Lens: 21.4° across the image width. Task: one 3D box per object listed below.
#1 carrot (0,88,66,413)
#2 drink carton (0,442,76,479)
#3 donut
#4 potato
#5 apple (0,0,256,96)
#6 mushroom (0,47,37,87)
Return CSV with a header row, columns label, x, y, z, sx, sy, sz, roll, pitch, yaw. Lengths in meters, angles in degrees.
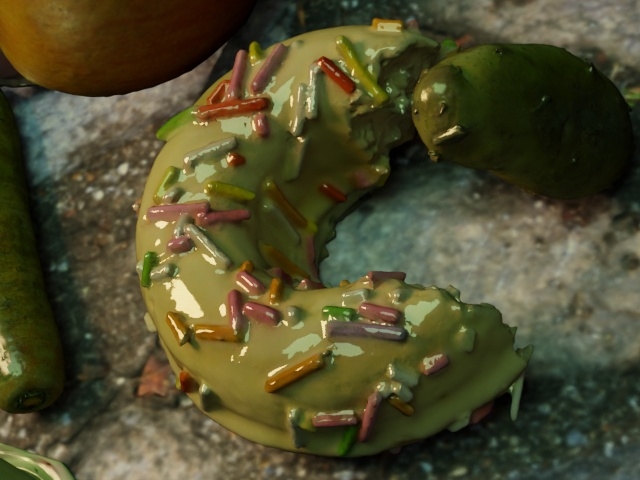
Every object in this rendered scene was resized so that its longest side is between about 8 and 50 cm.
label,x,y,z,sx,sy,sz,roll,pitch,yaw
carrot,-0.287,-0.008,1.517,0.074,0.074,0.358,-22,58,11
drink carton,-0.295,0.216,1.368,0.146,0.142,0.144,11,69,28
donut,-0.008,-0.005,1.355,0.307,0.150,0.371,-16,61,15
potato,0.158,-0.094,1.300,0.090,0.226,0.117,-15,73,46
apple,-0.136,-0.276,1.466,0.179,0.254,0.346,37,71,17
mushroom,-0.258,-0.227,1.578,0.188,0.141,0.117,-26,36,3
